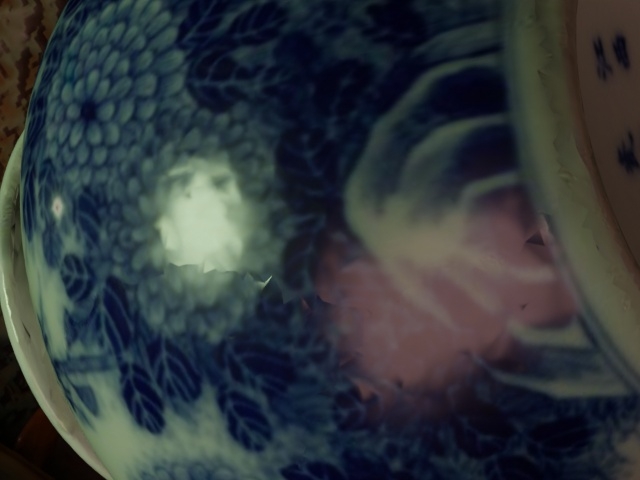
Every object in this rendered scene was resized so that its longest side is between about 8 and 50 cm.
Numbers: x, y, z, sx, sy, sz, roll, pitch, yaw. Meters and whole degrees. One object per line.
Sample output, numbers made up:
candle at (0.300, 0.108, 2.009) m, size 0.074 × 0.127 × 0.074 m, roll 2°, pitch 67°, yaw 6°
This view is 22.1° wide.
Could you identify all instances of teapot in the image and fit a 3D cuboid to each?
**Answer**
teapot at (0.000, 0.000, 0.542) m, size 0.280 × 0.252 × 0.424 m, roll -16°, pitch 96°, yaw 37°

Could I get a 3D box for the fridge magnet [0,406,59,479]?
fridge magnet at (-0.183, 0.172, 0.495) m, size 0.363 × 0.363 × 0.155 m, roll 13°, pitch 128°, yaw -14°
